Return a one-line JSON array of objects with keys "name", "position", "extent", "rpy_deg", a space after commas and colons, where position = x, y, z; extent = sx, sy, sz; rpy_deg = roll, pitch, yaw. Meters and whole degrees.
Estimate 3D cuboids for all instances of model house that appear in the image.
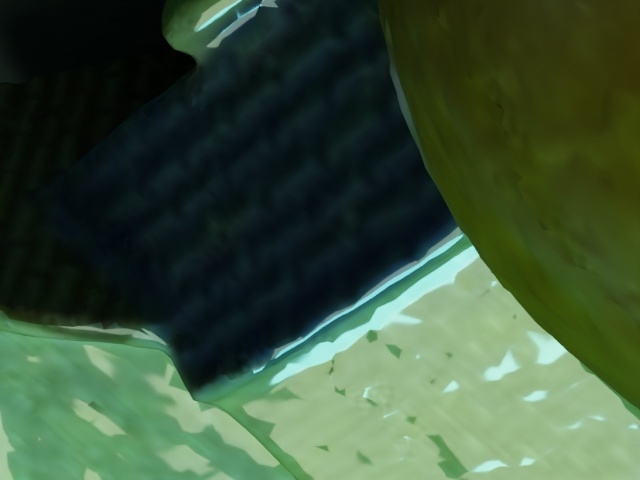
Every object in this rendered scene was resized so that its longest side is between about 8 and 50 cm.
[{"name": "model house", "position": [0.000, 0.000, 0.769], "extent": [0.321, 0.261, 0.266], "rpy_deg": [-35, 118, 28]}]

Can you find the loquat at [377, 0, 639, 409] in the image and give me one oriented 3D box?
[{"name": "loquat", "position": [0.170, -0.050, 0.432], "extent": [0.328, 0.360, 0.328], "rpy_deg": [6, 175, 1]}]
